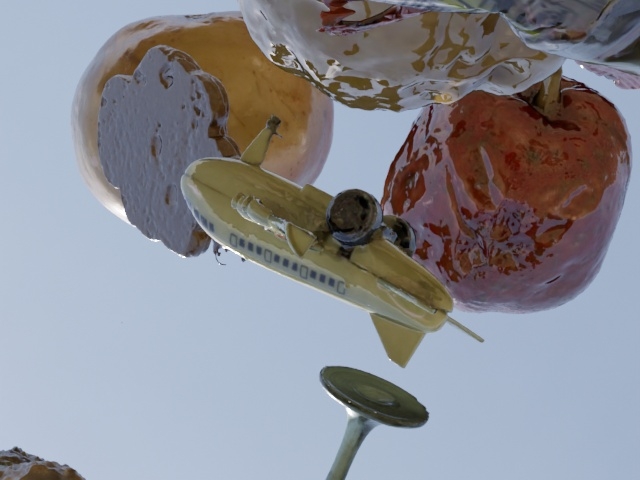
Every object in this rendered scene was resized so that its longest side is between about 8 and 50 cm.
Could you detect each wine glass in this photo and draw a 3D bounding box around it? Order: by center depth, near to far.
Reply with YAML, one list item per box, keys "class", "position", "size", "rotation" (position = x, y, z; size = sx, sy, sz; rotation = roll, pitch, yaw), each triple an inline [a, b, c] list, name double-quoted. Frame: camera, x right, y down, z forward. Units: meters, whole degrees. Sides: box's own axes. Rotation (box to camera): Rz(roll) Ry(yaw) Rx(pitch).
- class: "wine glass"
  position: [-0.091, 0.233, 1.239]
  size: [0.264, 0.310, 0.096]
  rotation: [21, -166, -9]

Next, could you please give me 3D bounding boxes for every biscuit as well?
- class: "biscuit"
  position: [-0.155, -0.099, 1.589]
  size: [0.041, 0.208, 0.290]
  rotation: [-5, -159, -37]

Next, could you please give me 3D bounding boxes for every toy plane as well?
- class: "toy plane"
  position: [0.000, 0.000, 1.093]
  size: [0.256, 0.104, 0.242]
  rotation: [40, -174, 27]

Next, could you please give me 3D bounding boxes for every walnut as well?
- class: "walnut"
  position: [0.057, -0.195, 0.849]
  size: [0.257, 0.257, 0.224]
  rotation: [40, -118, 17]

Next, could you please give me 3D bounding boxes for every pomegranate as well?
- class: "pomegranate"
  position: [-0.144, -0.131, 1.899]
  size: [0.338, 0.338, 0.338]
  rotation: [10, -133, -11]

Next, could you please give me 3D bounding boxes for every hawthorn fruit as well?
- class: "hawthorn fruit"
  position: [0.191, -0.050, 1.505]
  size: [0.258, 0.262, 0.258]
  rotation: [6, -108, -19]

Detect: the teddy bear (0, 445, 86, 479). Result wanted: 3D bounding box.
- class: "teddy bear"
  position: [-0.289, 0.328, 1.434]
  size: [0.246, 0.222, 0.296]
  rotation: [-14, -106, -33]

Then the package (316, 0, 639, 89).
- class: "package"
  position: [0.155, -0.162, 0.617]
  size: [0.223, 0.288, 0.108]
  rotation: [11, -134, -30]
